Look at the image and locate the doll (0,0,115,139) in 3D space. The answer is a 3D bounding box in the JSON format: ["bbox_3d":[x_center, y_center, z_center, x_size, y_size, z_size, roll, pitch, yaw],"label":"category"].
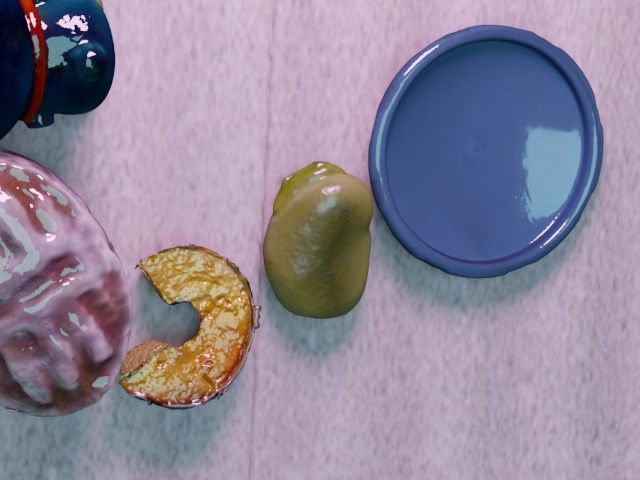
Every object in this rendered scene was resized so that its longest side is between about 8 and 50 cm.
[{"bbox_3d":[-0.342,-0.184,1.700,0.322,0.186,0.198,-14,111,-26],"label":"doll"}]

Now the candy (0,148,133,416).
[{"bbox_3d":[-0.318,0.042,1.785,0.214,0.157,0.289,-31,106,-4],"label":"candy"}]

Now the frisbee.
[{"bbox_3d":[0.183,-0.101,1.940,0.290,0.049,0.289,-4,102,-20],"label":"frisbee"}]

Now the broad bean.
[{"bbox_3d":[0.000,0.000,1.896,0.124,0.082,0.174,8,96,-15],"label":"broad bean"}]

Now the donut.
[{"bbox_3d":[-0.144,0.094,1.883,0.146,0.078,0.181,8,91,-16],"label":"donut"}]
